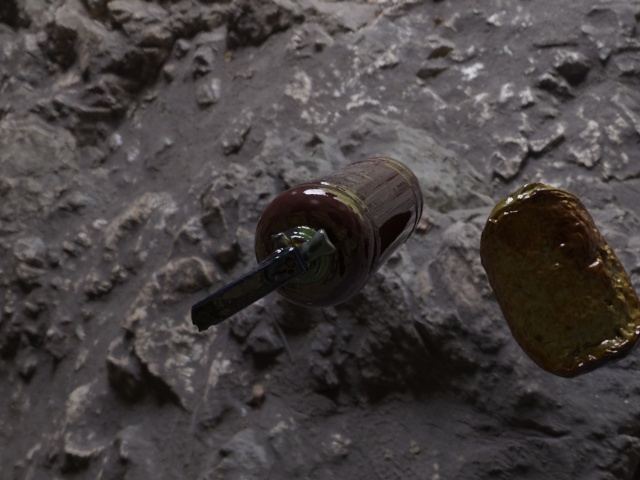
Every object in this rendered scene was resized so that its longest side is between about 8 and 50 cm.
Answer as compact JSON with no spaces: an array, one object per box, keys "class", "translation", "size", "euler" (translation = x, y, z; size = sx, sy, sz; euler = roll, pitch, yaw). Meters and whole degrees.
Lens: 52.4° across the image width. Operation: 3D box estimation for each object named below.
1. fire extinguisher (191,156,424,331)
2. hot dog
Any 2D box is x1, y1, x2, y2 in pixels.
[{"class":"fire extinguisher","translation":[0.000,0.000,0.578],"size":[0.138,0.102,0.344],"euler":[-28,3,23]},{"class":"hot dog","translation":[0.324,0.049,0.896],"size":[0.175,0.114,0.259],"euler":[-25,82,14]}]
